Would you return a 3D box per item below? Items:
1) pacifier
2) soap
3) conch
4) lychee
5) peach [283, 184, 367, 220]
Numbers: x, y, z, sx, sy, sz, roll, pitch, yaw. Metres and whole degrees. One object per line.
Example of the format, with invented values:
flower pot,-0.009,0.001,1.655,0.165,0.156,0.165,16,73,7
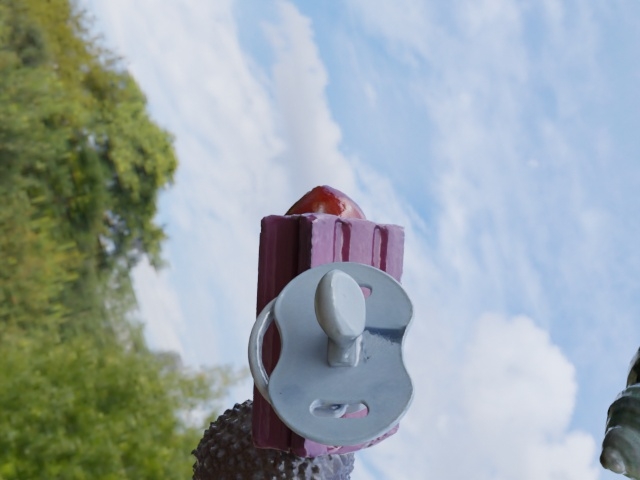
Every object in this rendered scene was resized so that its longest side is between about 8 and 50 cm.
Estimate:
pacifier,0.015,0.124,1.472,0.207,0.228,0.278,92,1,-56
soap,0.019,0.144,1.724,0.128,0.233,0.359,-2,-96,43
conch,0.450,0.204,1.380,0.195,0.277,0.220,54,-15,16
lychee,-0.077,0.397,1.932,0.300,0.300,0.300,163,-90,-72
peach,0.000,0.000,2.059,0.190,0.190,0.192,146,-47,-72
